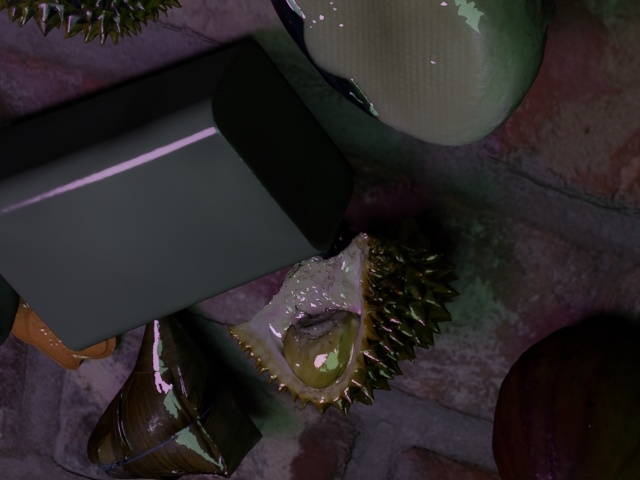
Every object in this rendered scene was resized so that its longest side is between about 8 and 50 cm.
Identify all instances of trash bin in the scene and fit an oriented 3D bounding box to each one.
[{"bbox_3d":[-0.166,-0.040,1.854,0.343,0.158,0.223,-17,124,35],"label":"trash bin"}]

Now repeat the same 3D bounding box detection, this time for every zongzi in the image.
[{"bbox_3d":[-0.212,0.175,2.129,0.221,0.112,0.242,-13,118,34],"label":"zongzi"}]

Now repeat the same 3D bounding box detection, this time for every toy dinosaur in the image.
[{"bbox_3d":[0.000,0.000,1.911,0.047,0.030,0.083,-18,122,37],"label":"toy dinosaur"}]

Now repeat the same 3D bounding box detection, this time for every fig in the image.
[{"bbox_3d":[0.262,0.244,1.822,0.217,0.321,0.217,9,132,10],"label":"fig"}]

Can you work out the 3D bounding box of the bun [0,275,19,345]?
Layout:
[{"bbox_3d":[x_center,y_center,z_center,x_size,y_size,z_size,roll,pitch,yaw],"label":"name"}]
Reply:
[{"bbox_3d":[-0.474,0.003,2.004,0.354,0.194,0.354,20,145,15],"label":"bun"}]

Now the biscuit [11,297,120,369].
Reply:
[{"bbox_3d":[-0.303,0.110,2.163,0.140,0.023,0.118,8,134,17],"label":"biscuit"}]

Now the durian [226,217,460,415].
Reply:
[{"bbox_3d":[0.040,0.069,1.876,0.166,0.172,0.306,47,149,3],"label":"durian"}]

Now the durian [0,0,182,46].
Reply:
[{"bbox_3d":[-0.204,-0.296,1.568,0.291,0.224,0.291,10,130,12],"label":"durian"}]

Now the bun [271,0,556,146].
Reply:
[{"bbox_3d":[0.089,-0.231,1.552,0.283,0.179,0.283,32,148,23],"label":"bun"}]
